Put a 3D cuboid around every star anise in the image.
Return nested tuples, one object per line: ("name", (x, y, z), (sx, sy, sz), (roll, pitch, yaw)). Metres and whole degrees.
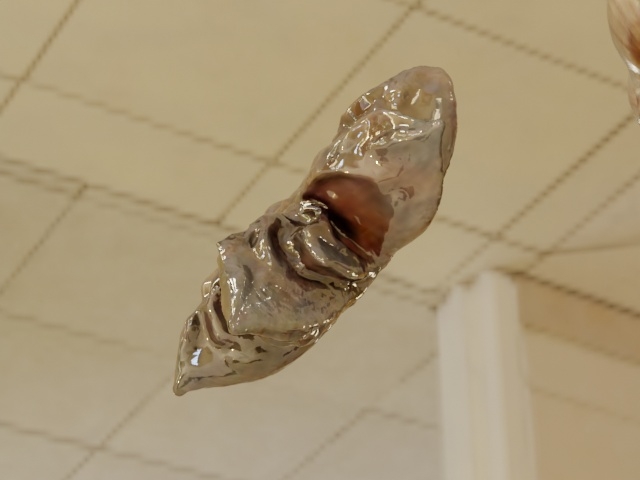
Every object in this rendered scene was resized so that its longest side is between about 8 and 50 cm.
("star anise", (0.000, -0.002, 1.430), (0.108, 0.315, 0.315), (44, 138, 4))

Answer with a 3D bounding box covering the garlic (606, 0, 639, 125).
("garlic", (0.279, -0.169, 1.365), (0.160, 0.191, 0.214), (0, 119, 50))
